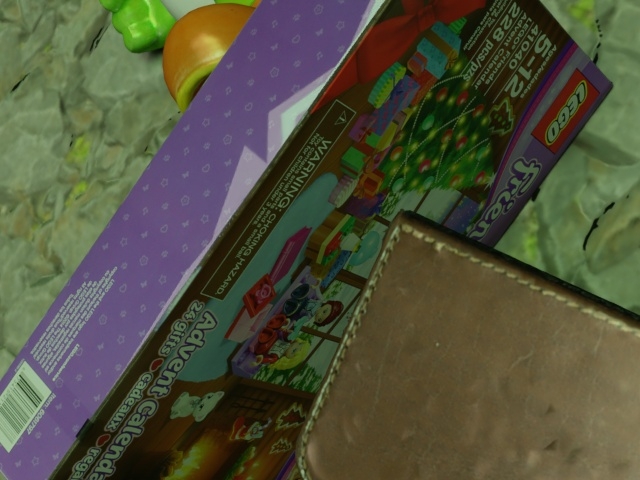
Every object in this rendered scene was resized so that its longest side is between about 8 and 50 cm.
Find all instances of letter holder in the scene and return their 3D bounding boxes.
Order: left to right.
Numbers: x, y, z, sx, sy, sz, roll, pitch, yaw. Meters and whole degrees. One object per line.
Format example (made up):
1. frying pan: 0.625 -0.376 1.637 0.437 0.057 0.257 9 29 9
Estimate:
1. letter holder: 0.138 0.152 0.466 0.302 0.152 0.214 26 93 32

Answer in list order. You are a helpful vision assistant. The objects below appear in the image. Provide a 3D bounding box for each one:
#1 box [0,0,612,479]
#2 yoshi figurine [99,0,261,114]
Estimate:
1. box: 0.000 0.000 0.553 0.057 0.201 0.293 40 99 32
2. yoshi figurine: -0.088 -0.205 0.666 0.203 0.203 0.362 -26 63 29
